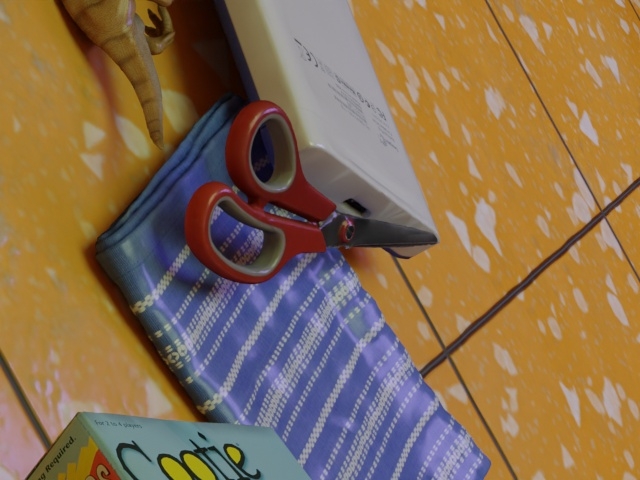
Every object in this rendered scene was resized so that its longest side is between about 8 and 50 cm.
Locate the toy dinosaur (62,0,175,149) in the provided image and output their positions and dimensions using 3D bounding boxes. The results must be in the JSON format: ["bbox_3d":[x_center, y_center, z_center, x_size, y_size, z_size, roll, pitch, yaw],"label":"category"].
[{"bbox_3d":[-0.129,-0.137,1.190,0.112,0.064,0.211,-19,71,-47],"label":"toy dinosaur"}]

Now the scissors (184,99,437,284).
[{"bbox_3d":[0.000,0.000,1.212,0.297,0.021,0.109,35,71,-59],"label":"scissors"}]

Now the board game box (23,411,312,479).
[{"bbox_3d":[-0.029,0.222,0.800,0.144,0.142,0.275,13,32,-53],"label":"board game box"}]

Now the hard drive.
[{"bbox_3d":[-0.019,-0.156,1.353,0.210,0.040,0.318,33,32,-57],"label":"hard drive"}]

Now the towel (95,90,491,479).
[{"bbox_3d":[-0.004,0.081,1.207,0.336,0.040,0.243,55,27,-13],"label":"towel"}]
